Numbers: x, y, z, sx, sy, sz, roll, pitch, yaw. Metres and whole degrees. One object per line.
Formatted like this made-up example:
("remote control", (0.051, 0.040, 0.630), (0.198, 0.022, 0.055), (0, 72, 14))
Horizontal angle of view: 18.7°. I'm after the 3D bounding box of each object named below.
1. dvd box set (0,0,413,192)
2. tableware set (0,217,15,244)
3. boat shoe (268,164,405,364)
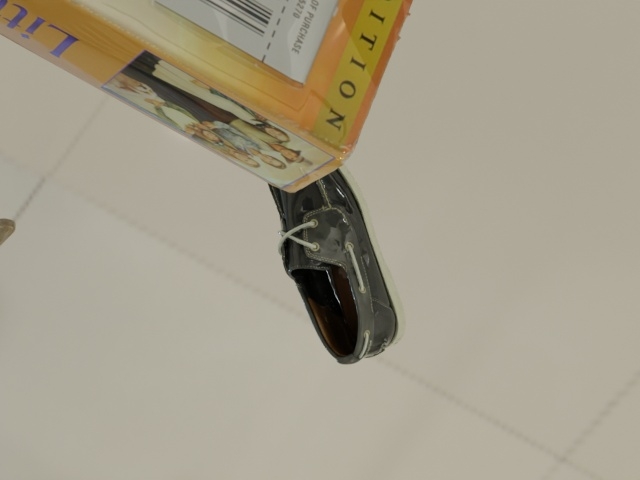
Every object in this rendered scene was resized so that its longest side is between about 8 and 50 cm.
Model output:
("dvd box set", (-0.123, -0.247, 0.721), (0.420, 0.308, 0.062), (28, 157, -18))
("tableware set", (-0.252, 0.034, 1.028), (0.128, 0.039, 0.194), (12, 148, -26))
("boat shoe", (0.000, 0.000, 1.766), (0.084, 0.079, 0.233), (-23, 91, 45))
